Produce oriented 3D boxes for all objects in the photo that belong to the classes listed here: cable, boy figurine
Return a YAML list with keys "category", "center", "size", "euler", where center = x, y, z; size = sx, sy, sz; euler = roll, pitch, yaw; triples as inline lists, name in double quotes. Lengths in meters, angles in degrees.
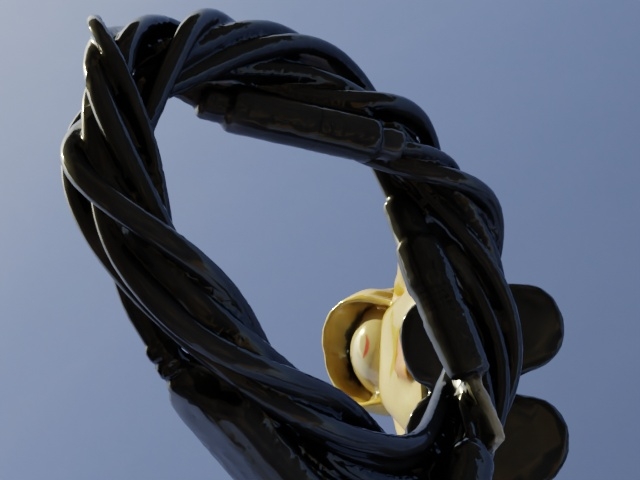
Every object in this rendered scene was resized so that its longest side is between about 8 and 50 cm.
- category: "cable"
  center: [0.000, 0.000, 0.444]
  size: [0.047, 0.184, 0.150]
  euler: [-27, -163, 43]
- category: "boy figurine"
  center: [0.062, 0.060, 0.854]
  size: [0.092, 0.285, 0.177]
  euler: [-3, -87, -9]
